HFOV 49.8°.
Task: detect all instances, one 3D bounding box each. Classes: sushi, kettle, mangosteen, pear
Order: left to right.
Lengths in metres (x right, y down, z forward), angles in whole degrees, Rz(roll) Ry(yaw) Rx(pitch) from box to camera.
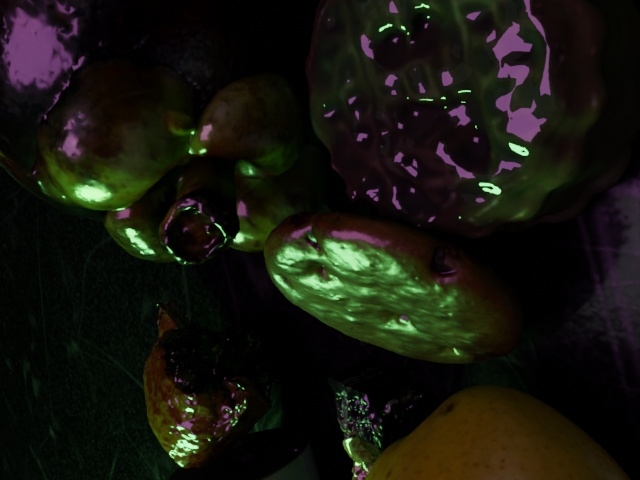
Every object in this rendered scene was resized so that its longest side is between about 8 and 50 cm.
[{"bbox_3d":[-0.136,-0.142,0.590,0.330,0.330,0.329,18,115,46],"label":"mangosteen"},{"bbox_3d":[-0.124,0.156,0.802,0.287,0.149,0.140,-138,63,-69],"label":"sushi"},{"bbox_3d":[-0.065,0.350,0.781,0.221,0.161,0.236,-10,99,69],"label":"kettle"},{"bbox_3d":[0.054,0.170,0.649,0.085,0.056,0.083,21,117,46],"label":"sushi"},{"bbox_3d":[0.121,0.193,0.491,0.267,0.267,0.177,-40,45,48],"label":"pear"}]

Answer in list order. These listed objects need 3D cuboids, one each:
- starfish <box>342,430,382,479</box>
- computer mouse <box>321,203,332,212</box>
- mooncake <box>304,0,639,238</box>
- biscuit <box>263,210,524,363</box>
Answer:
[{"bbox_3d":[0.026,0.292,0.636,0.236,0.062,0.277,-10,109,9],"label":"starfish"},{"bbox_3d":[0.000,0.000,0.681,0.056,0.032,0.110,-8,104,52],"label":"computer mouse"},{"bbox_3d":[0.094,-0.107,0.466,0.228,0.124,0.228,18,114,44],"label":"mooncake"},{"bbox_3d":[0.051,0.045,0.528,0.212,0.212,0.036,-10,50,51],"label":"biscuit"}]
